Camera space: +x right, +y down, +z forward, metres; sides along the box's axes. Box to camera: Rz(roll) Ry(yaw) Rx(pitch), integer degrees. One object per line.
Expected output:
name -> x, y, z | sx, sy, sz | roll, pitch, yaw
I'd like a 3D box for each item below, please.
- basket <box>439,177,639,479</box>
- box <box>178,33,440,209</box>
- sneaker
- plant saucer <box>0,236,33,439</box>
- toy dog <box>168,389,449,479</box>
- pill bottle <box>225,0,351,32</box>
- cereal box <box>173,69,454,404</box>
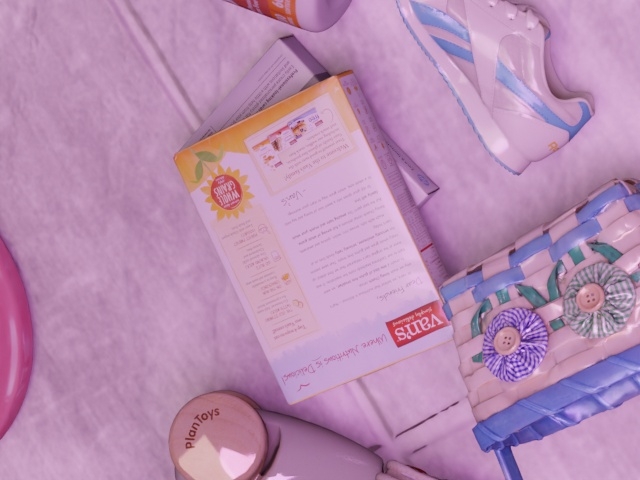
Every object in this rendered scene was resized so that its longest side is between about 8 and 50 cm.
basket -> 0.234, 0.119, 1.297 | 0.255, 0.201, 0.289 | -33, 78, 23
box -> -0.012, -0.061, 1.446 | 0.186, 0.038, 0.145 | 47, 114, 5
sneaker -> 0.130, -0.169, 1.347 | 0.092, 0.087, 0.228 | -33, 95, 17
plant saucer -> -0.441, 0.086, 1.624 | 0.332, 0.084, 0.332 | 4, 103, 20
toy dog -> -0.003, 0.244, 1.434 | 0.334, 0.220, 0.161 | 19, 86, 27
pill bottle -> -0.076, -0.259, 1.383 | 0.216, 0.121, 0.121 | 21, 108, 17
cereal box -> 0.000, 0.000, 1.407 | 0.173, 0.047, 0.240 | -23, 93, 25
